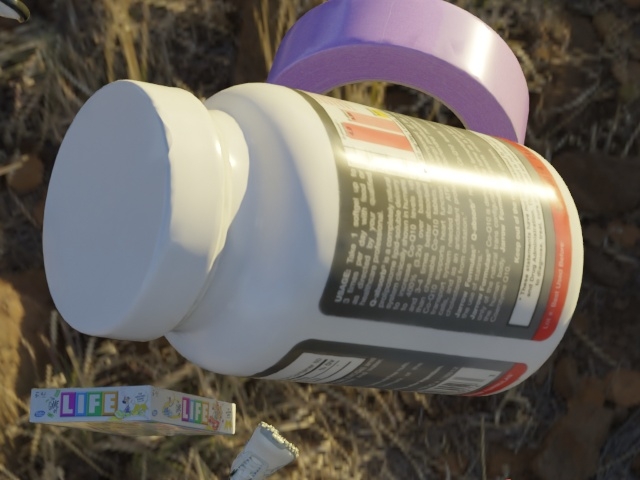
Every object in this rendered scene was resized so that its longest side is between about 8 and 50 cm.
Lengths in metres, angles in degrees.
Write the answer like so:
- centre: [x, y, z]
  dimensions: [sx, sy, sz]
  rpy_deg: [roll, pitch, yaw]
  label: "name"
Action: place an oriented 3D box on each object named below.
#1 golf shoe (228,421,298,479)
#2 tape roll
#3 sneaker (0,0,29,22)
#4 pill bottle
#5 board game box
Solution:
- centre: [-0.083, 0.301, 1.855]
  dimensions: [0.069, 0.176, 0.086]
  rpy_deg: [39, 67, 5]
  label: "golf shoe"
- centre: [0.074, -0.122, 1.422]
  dimensions: [0.274, 0.275, 0.090]
  rpy_deg: [9, 48, 9]
  label: "tape roll"
- centre: [-0.229, -0.192, 0.707]
  dimensions: [0.182, 0.128, 0.315]
  rpy_deg: [24, 23, 10]
  label: "sneaker"
- centre: [0.000, 0.000, 1.009]
  dimensions: [0.362, 0.210, 0.210]
  rpy_deg: [10, 48, -37]
  label: "pill bottle"
- centre: [-0.146, 0.137, 1.094]
  dimensions: [0.103, 0.154, 0.026]
  rpy_deg: [-3, 77, 20]
  label: "board game box"
